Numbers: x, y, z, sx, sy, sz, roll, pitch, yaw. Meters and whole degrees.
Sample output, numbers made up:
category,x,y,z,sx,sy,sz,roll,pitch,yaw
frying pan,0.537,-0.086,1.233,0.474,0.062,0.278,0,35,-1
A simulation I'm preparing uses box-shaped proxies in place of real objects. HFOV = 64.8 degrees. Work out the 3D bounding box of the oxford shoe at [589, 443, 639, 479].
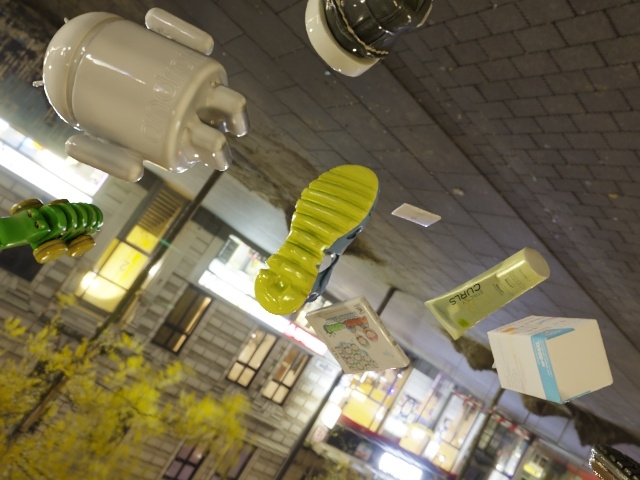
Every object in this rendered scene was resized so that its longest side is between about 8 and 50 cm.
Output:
category,x,y,z,sx,sy,sz,roll,pitch,yaw
oxford shoe,0.347,0.315,0.504,0.083,0.096,0.227,20,-154,-36

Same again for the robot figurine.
category,x,y,z,sx,sy,sz,roll,pitch,yaw
robot figurine,-0.295,-0.245,0.837,0.354,0.299,0.200,24,165,3

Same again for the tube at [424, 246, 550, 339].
category,x,y,z,sx,sy,sz,roll,pitch,yaw
tube,0.296,0.099,0.907,0.062,0.070,0.240,15,141,-28

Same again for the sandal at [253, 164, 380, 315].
category,x,y,z,sx,sy,sz,roll,pitch,yaw
sandal,0.000,0.000,0.931,0.126,0.317,0.138,35,175,20

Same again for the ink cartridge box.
category,x,y,z,sx,sy,sz,roll,pitch,yaw
ink cartridge box,0.318,0.165,0.725,0.143,0.092,0.089,163,94,-71

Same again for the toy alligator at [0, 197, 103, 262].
category,x,y,z,sx,sy,sz,roll,pitch,yaw
toy alligator,-0.258,-0.014,0.465,0.056,0.051,0.190,58,-165,2

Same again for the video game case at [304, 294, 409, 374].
category,x,y,z,sx,sy,sz,roll,pitch,yaw
video game case,0.060,0.171,0.887,0.157,0.019,0.143,-25,103,48

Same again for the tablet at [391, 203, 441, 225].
category,x,y,z,sx,sy,sz,roll,pitch,yaw
tablet,0.187,-0.049,0.986,0.083,0.006,0.054,19,157,-16

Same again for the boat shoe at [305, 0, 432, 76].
category,x,y,z,sx,sy,sz,roll,pitch,yaw
boat shoe,0.073,-0.288,0.476,0.114,0.302,0.091,26,152,-32
